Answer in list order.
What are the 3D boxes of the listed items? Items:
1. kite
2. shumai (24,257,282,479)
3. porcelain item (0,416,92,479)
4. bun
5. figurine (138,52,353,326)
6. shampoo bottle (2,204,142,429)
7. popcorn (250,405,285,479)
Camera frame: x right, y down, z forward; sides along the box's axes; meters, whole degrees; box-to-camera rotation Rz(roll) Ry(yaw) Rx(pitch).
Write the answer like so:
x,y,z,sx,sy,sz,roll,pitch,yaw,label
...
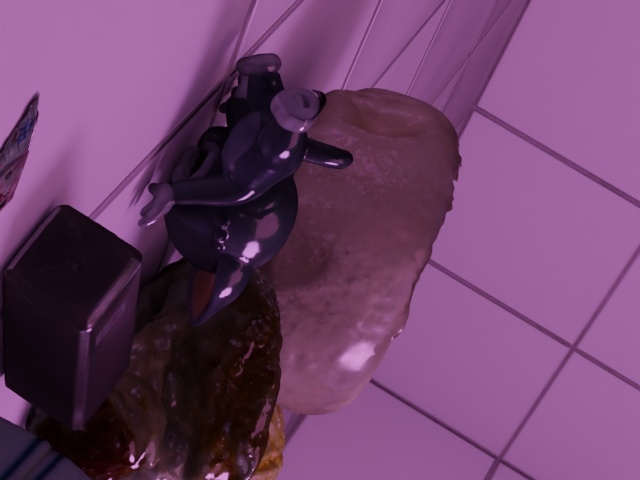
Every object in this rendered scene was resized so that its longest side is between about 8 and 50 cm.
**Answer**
x,y,z,sx,sy,sz,roll,pitch,yaw,label
-0.209,-0.033,1.052,0.137,0.005,0.152,-59,173,-2,kite
-0.163,0.113,1.597,0.222,0.204,0.271,-46,-142,32,shumai
-0.289,0.287,1.256,0.285,0.157,0.281,-62,174,31,porcelain item
0.000,0.000,1.800,0.360,0.211,0.359,-159,-90,-87,bun
-0.055,-0.068,1.483,0.265,0.140,0.193,-33,-147,44,figurine
-0.192,0.070,1.308,0.080,0.079,0.246,-54,172,-27,shampoo bottle
-0.136,0.262,2.185,0.167,0.186,0.187,86,30,-73,popcorn
